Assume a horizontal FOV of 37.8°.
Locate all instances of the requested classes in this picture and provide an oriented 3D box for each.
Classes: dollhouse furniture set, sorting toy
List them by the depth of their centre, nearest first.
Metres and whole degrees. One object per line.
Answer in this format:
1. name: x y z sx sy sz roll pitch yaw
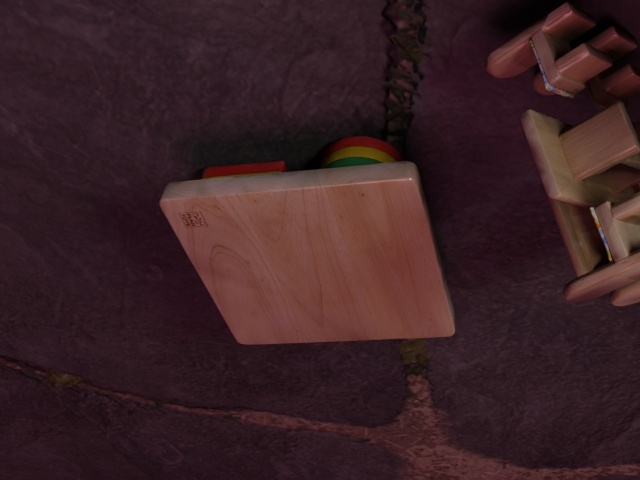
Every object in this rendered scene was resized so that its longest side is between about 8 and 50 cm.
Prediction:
1. dollhouse furniture set: 0.233 -0.045 0.802 0.242 0.212 0.161 8 150 -46
2. sorting toy: 0.000 0.000 0.994 0.255 0.089 0.257 -4 139 16
